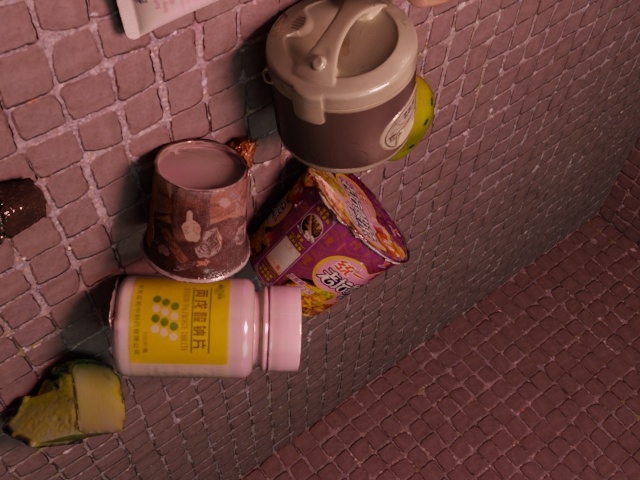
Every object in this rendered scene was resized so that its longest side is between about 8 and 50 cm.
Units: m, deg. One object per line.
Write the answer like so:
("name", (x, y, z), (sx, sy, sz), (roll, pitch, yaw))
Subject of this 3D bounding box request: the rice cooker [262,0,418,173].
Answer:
("rice cooker", (0.045, -0.295, 1.330), (0.288, 0.288, 0.277), (-34, 151, -18))

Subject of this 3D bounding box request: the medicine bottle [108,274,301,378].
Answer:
("medicine bottle", (-0.235, 0.182, 1.515), (0.379, 0.213, 0.213), (2, 141, -6))

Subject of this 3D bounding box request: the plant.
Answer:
("plant", (-0.507, -0.042, 1.136), (0.143, 0.094, 0.092), (-29, 160, -36))

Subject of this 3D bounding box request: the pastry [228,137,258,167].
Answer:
("pastry", (-0.180, -0.142, 1.472), (0.087, 0.063, 0.169), (-60, 173, -54))

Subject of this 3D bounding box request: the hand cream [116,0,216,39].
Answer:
("hand cream", (-0.144, -0.434, 1.074), (0.359, 0.118, 0.185), (-27, 153, -16))

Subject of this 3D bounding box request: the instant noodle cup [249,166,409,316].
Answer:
("instant noodle cup", (0.000, 0.000, 1.680), (0.266, 0.339, 0.340), (-41, 155, 19))

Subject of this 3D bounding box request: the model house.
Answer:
("model house", (-0.579, 0.375, 1.622), (0.212, 0.170, 0.194), (-19, 164, 14))

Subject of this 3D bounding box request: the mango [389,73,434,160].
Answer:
("mango", (0.183, -0.282, 1.689), (0.175, 0.143, 0.293), (-36, 162, -12))

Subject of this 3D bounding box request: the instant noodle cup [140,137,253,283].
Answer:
("instant noodle cup", (-0.230, -0.063, 1.368), (0.218, 0.217, 0.207), (-23, 140, -35))

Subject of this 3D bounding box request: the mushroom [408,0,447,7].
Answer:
("mushroom", (0.163, -0.500, 1.157), (0.298, 0.290, 0.297), (-15, 152, -8))
